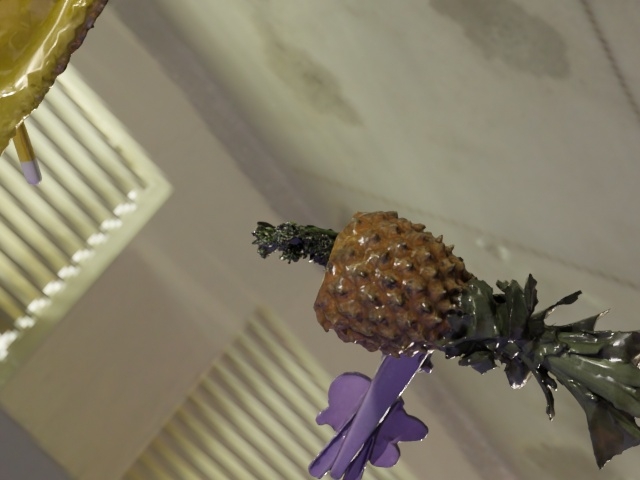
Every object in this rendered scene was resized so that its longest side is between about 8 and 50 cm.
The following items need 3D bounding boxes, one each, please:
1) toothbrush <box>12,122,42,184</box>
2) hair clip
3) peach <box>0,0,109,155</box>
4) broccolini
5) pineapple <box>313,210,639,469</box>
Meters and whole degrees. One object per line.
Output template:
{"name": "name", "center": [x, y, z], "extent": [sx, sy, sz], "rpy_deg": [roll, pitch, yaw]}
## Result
{"name": "toothbrush", "center": [-0.344, -0.186, 1.485], "extent": [0.021, 0.024, 0.288], "rpy_deg": [-2, 122, 21]}
{"name": "hair clip", "center": [0.083, 0.197, 1.755], "extent": [0.137, 0.278, 0.090], "rpy_deg": [28, -151, -2]}
{"name": "peach", "center": [-0.306, -0.238, 1.055], "extent": [0.242, 0.380, 0.306], "rpy_deg": [42, -167, 25]}
{"name": "broccolini", "center": [0.004, 0.000, 1.672], "extent": [0.123, 0.062, 0.271], "rpy_deg": [25, -168, 18]}
{"name": "pineapple", "center": [0.135, 0.076, 1.097], "extent": [0.277, 0.130, 0.119], "rpy_deg": [21, -174, 9]}
